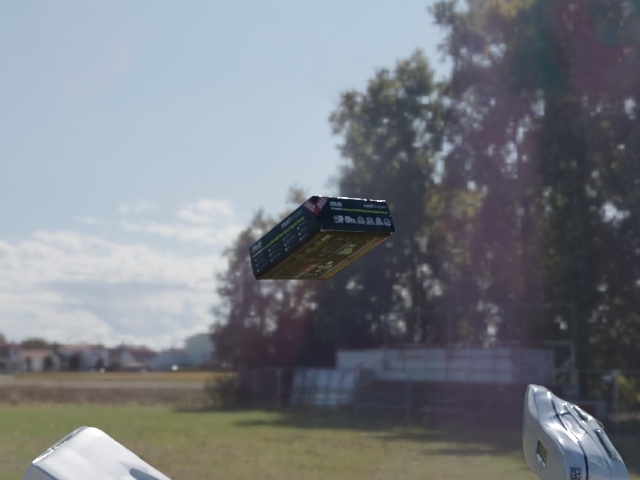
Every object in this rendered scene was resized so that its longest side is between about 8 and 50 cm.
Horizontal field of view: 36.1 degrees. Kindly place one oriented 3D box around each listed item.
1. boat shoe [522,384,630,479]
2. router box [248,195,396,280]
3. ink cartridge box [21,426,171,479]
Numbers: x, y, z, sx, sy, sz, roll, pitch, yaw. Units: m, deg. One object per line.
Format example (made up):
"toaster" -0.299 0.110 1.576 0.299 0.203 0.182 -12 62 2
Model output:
"boat shoe" 0.309 0.247 1.206 0.088 0.096 0.267 5 5 -1
"router box" 0.000 0.000 0.968 0.092 0.038 0.122 3 -27 -38
"ink cartridge box" -0.254 0.386 1.018 0.226 0.306 0.131 32 13 6
